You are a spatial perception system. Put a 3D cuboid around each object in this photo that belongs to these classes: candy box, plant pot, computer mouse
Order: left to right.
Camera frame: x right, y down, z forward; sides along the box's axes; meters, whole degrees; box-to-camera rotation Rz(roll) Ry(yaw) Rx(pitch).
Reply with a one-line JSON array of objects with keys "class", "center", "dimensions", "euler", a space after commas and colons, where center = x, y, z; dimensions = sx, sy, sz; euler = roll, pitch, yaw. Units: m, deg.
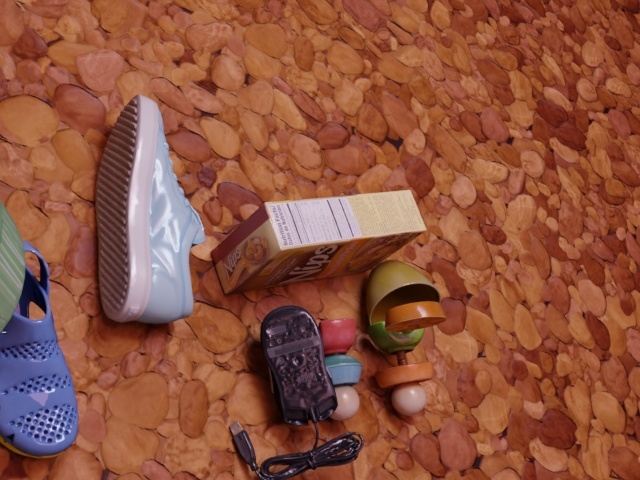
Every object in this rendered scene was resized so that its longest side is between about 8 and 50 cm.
[{"class": "computer mouse", "center": [-0.061, 0.243, 1.406], "dimensions": [0.184, 0.060, 0.262], "euler": [-20, 76, -11]}, {"class": "candy box", "center": [0.000, 0.000, 1.515], "dimensions": [0.316, 0.183, 0.088], "euler": [-8, 70, -39]}, {"class": "plant pot", "center": [0.134, 0.090, 1.616], "dimensions": [0.134, 0.134, 0.095], "euler": [11, 38, -32]}]

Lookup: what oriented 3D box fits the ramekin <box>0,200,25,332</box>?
[{"class": "ramekin", "center": [-0.502, 0.025, 1.068], "dimensions": [0.303, 0.148, 0.303], "euler": [-2, 64, 4]}]

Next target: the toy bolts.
[{"class": "toy bolts", "center": [0.099, 0.205, 1.480], "dimensions": [0.228, 0.218, 0.159], "euler": [-3, 73, -18]}]

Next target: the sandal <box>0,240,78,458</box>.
[{"class": "sandal", "center": [-0.393, 0.128, 1.183], "dimensions": [0.126, 0.138, 0.317], "euler": [-13, 76, -43]}]

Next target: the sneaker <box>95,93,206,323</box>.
[{"class": "sneaker", "center": [-0.254, -0.043, 1.400], "dimensions": [0.150, 0.135, 0.366], "euler": [15, 66, -39]}]
